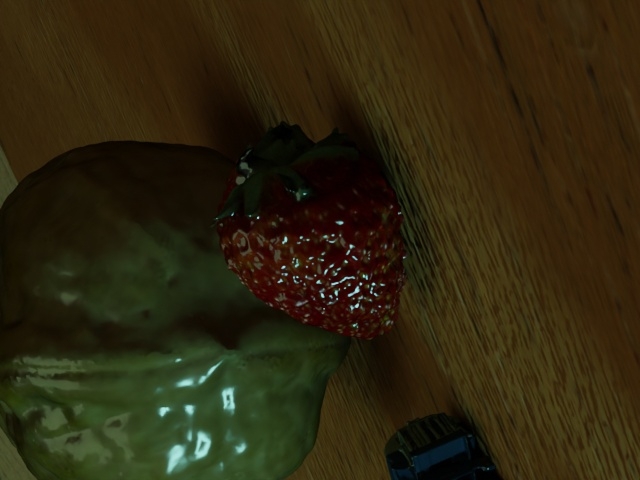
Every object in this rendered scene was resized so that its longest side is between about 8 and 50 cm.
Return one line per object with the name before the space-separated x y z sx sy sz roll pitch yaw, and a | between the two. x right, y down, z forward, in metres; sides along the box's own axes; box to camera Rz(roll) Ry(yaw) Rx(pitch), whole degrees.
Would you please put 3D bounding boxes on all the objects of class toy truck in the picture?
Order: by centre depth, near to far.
toy truck | 0.093 0.210 1.262 0.088 0.074 0.201 52 162 50

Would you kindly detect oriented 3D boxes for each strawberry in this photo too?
strawberry | -0.007 0.000 1.140 0.131 0.131 0.148 46 150 48

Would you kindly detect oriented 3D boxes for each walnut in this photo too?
walnut | -0.129 0.070 1.368 0.306 0.306 0.344 65 158 -10
